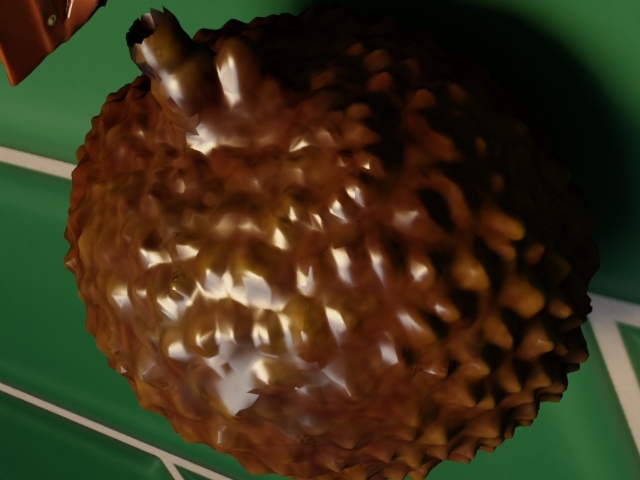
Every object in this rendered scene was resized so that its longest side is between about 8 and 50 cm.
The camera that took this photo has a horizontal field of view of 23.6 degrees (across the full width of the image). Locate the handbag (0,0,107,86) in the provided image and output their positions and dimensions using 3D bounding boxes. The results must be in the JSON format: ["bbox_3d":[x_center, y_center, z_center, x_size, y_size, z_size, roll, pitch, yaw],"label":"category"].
[{"bbox_3d":[-0.107,-0.161,0.542,0.063,0.127,0.190,26,151,25],"label":"handbag"}]

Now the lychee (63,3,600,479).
[{"bbox_3d":[0.000,0.000,0.587,0.200,0.200,0.238,14,155,41],"label":"lychee"}]
